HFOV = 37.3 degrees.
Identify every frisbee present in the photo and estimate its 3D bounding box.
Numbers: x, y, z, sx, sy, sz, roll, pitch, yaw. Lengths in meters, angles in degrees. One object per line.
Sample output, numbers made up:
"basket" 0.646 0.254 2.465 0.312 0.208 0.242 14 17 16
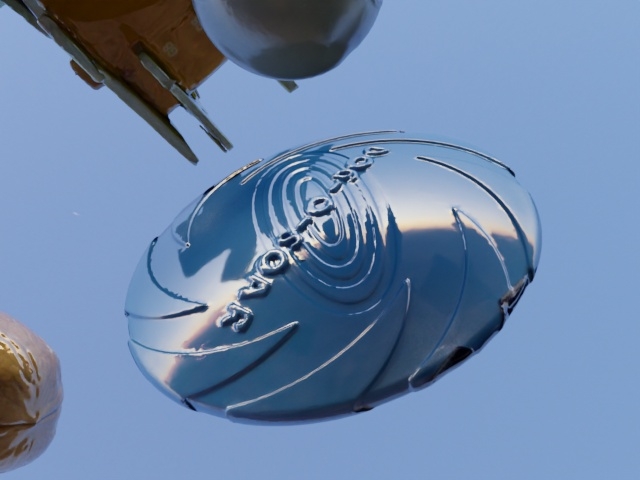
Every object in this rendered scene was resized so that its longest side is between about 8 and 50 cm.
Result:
"frisbee" 0.000 0.000 0.530 0.242 0.242 0.045 -20 -54 -4

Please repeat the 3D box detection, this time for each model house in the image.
"model house" -0.170 -0.199 0.827 0.242 0.357 0.313 -41 -88 1

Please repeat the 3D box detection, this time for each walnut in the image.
"walnut" -0.361 0.152 0.987 0.197 0.165 0.165 26 -95 23

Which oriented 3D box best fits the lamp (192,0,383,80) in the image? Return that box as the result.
"lamp" -0.017 -0.136 0.491 0.105 0.105 0.105 0 -94 -3
